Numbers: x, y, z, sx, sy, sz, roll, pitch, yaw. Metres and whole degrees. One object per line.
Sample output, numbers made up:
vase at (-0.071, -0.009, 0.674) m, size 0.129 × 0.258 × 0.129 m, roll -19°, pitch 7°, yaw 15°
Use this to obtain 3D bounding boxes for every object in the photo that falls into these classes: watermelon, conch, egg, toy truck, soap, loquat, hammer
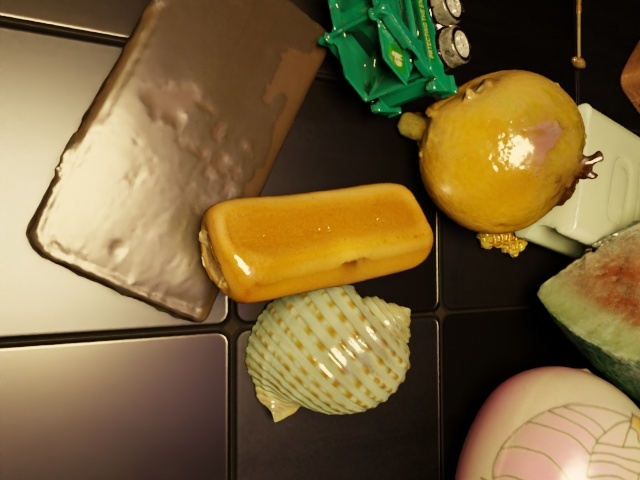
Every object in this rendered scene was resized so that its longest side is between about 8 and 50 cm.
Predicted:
watermelon at (0.408, 0.064, 0.560) m, size 0.228 × 0.387 × 0.258 m, roll 34°, pitch 85°, yaw -12°
conch at (0.014, 0.098, 0.506) m, size 0.153 × 0.102 × 0.135 m, roll -28°, pitch 87°, yaw -26°
egg at (0.233, 0.263, 0.563) m, size 0.196 × 0.196 × 0.271 m, roll 45°, pitch 66°, yaw -20°
toy truck at (0.054, -0.233, 0.516) m, size 0.116 × 0.110 × 0.216 m, roll -13°, pitch 93°, yaw -46°
soap at (0.376, -0.048, 0.701) m, size 0.265 × 0.087 × 0.160 m, roll 18°, pitch 79°, yaw -30°
loquat at (0.180, -0.096, 0.577) m, size 0.204 × 0.149 × 0.172 m, roll 23°, pitch 100°, yaw 7°
hammer at (0.354, -0.296, 0.750) m, size 0.029 × 0.014 × 0.123 m, roll 8°, pitch 82°, yaw -37°

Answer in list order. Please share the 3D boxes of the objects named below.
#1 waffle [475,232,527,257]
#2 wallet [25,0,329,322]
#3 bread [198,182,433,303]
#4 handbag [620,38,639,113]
waffle at (0.224, -0.016, 0.667) m, size 0.085 × 0.016 × 0.078 m, roll 30°, pitch 75°, yaw -27°
wallet at (-0.108, -0.097, 0.476) m, size 0.165 × 0.042 × 0.310 m, roll 29°, pitch 76°, yaw -26°
bread at (0.000, 0.000, 0.490) m, size 0.239 × 0.074 × 0.093 m, roll -9°, pitch 69°, yaw -41°
handbag at (0.544, -0.228, 0.818) m, size 0.193 × 0.072 × 0.151 m, roll 39°, pitch 71°, yaw -20°
